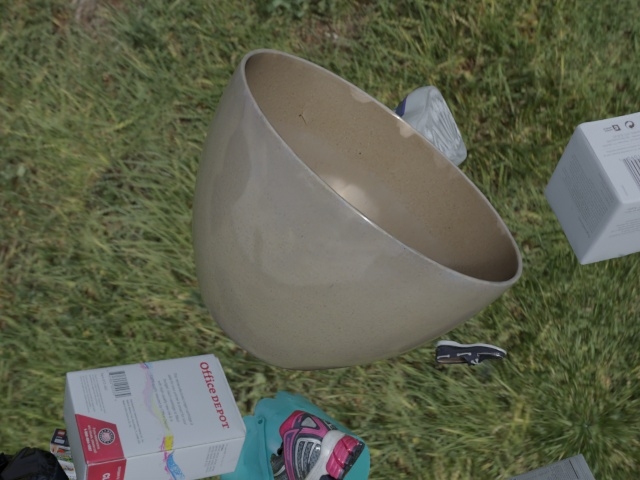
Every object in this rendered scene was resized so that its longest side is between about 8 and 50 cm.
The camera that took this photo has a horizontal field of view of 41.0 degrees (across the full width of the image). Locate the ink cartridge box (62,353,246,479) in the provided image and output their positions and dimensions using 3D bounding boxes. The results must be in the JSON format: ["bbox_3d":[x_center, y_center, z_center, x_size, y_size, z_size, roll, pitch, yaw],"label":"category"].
[{"bbox_3d":[-0.187,0.205,0.958,0.127,0.175,0.072,60,144,42],"label":"ink cartridge box"}]

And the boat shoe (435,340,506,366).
[{"bbox_3d":[0.258,0.199,1.479,0.125,0.046,0.038,3,62,25],"label":"boat shoe"}]

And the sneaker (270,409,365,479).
[{"bbox_3d":[-0.027,0.352,1.278,0.112,0.299,0.121,33,45,12],"label":"sneaker"}]

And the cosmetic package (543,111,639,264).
[{"bbox_3d":[0.468,-0.082,1.334,0.151,0.184,0.151,-12,60,-13],"label":"cosmetic package"}]

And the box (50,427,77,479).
[{"bbox_3d":[-0.379,0.404,1.535,0.207,0.114,0.036,13,39,-5],"label":"box"}]

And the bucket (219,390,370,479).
[{"bbox_3d":[-0.045,0.464,1.737,0.183,0.281,0.281,24,86,41],"label":"bucket"}]

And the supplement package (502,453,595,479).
[{"bbox_3d":[0.392,0.545,1.520,0.262,0.198,0.199,-22,100,8],"label":"supplement package"}]

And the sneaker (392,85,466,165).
[{"bbox_3d":[0.069,-0.107,1.220,0.236,0.323,0.130,-23,101,23],"label":"sneaker"}]

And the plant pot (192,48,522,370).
[{"bbox_3d":[0.000,0.000,0.735,0.284,0.284,0.191,49,115,20],"label":"plant pot"}]

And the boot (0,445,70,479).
[{"bbox_3d":[-0.254,0.314,0.911,0.246,0.207,0.094,-6,35,13],"label":"boot"}]
